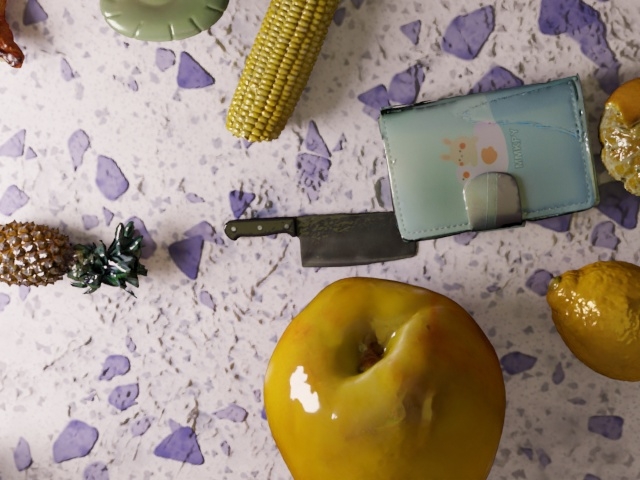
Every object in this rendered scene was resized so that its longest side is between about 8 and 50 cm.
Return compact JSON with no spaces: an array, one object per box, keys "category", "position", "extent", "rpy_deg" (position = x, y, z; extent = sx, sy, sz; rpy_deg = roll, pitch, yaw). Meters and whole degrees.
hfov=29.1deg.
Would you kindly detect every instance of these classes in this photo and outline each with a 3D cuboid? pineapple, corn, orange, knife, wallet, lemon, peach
[{"category":"pineapple","position":[-0.330,0.015,1.557],"extent":[0.221,0.083,0.103],"rpy_deg":[5,101,-1]},{"category":"corn","position":[-0.040,-0.236,1.499],"extent":[0.081,0.081,0.249],"rpy_deg":[23,99,-2]},{"category":"orange","position":[0.408,-0.124,1.475],"extent":[0.156,0.134,0.157],"rpy_deg":[0,88,2]},{"category":"knife","position":[0.000,0.000,1.572],"extent":[0.245,0.019,0.072],"rpy_deg":[-2,101,1]},{"category":"wallet","position":[0.206,-0.097,1.516],"extent":[0.250,0.075,0.176],"rpy_deg":[-10,96,5]},{"category":"lemon","position":[0.361,0.094,1.511],"extent":[0.187,0.142,0.142],"rpy_deg":[30,100,-8]},{"category":"peach","position":[0.077,0.207,1.488],"extent":[0.288,0.289,0.308],"rpy_deg":[-12,138,5]}]

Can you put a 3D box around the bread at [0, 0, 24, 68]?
[{"category":"bread","position":[-0.431,-0.337,1.499],"extent":[0.139,0.095,0.269],"rpy_deg":[4,116,15]}]

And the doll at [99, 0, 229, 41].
[{"category":"doll","position":[-0.232,-0.374,1.417],"extent":[0.268,0.216,0.284],"rpy_deg":[1,98,-4]}]
